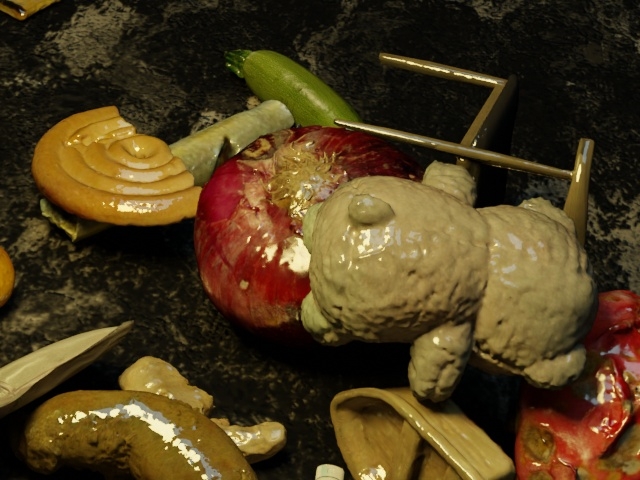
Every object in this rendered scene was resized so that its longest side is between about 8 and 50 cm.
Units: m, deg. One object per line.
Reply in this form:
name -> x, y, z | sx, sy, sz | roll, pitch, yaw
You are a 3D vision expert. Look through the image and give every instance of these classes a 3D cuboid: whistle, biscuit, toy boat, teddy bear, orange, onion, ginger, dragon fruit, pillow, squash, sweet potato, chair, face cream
whistle -> -0.153, -0.073, 2.119 | 0.326, 0.057, 0.068 | -25, 47, -36
biscuit -> -0.364, -0.297, 2.406 | 0.083, 0.018, 0.081 | 26, 40, 21
toy boat -> 0.088, 0.192, 1.769 | 0.061, 0.116, 0.188 | -18, 46, -38
biscuit -> -0.220, -0.075, 2.034 | 0.144, 0.033, 0.224 | -15, 36, -26
teddy bear -> 0.114, 0.031, 1.771 | 0.267, 0.151, 0.236 | 13, 61, -23
orange -> -0.335, 0.036, 1.924 | 0.083, 0.070, 0.083 | -7, 38, 5
onion -> 0.000, 0.000, 1.938 | 0.246, 0.190, 0.246 | -5, 57, 7
ginger -> -0.116, 0.162, 1.825 | 0.173, 0.051, 0.069 | 30, 47, 19
dragon fruit -> 0.315, 0.127, 1.843 | 0.211, 0.134, 0.262 | 8, 29, 35
pillow -> -0.267, 0.125, 1.784 | 0.130, 0.038, 0.232 | -23, 4, 35
squash -> -0.020, -0.157, 2.248 | 0.066, 0.066, 0.252 | -16, 39, -29
sweet potato -> -0.140, 0.194, 1.734 | 0.310, 0.098, 0.124 | 26, 48, 24
chair -> 0.162, -0.065, 2.074 | 0.272, 0.188, 0.166 | 15, 38, 14
face cream -> 0.004, 0.244, 1.760 | 0.038, 0.020, 0.115 | 9, 39, 0
